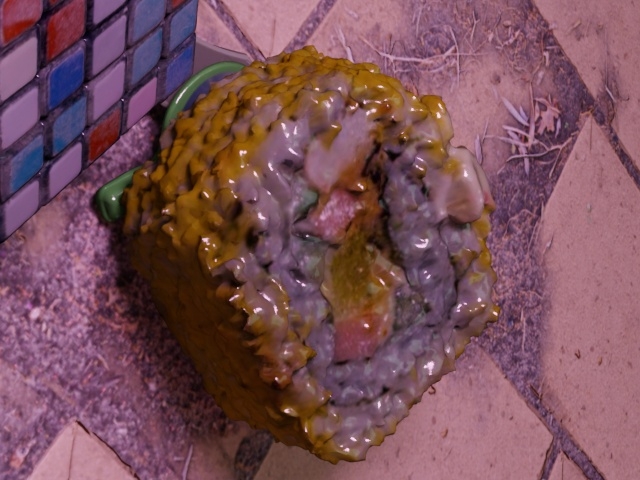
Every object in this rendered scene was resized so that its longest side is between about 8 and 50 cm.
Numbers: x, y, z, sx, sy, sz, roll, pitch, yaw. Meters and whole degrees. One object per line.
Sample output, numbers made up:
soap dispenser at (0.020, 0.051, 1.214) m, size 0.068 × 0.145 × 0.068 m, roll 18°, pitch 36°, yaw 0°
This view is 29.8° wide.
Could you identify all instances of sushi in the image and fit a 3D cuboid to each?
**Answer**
sushi at (0.000, 0.000, 1.294) m, size 0.351 × 0.240 × 0.397 m, roll -37°, pitch 119°, yaw -22°

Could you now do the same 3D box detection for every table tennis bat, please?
table tennis bat at (-0.147, -0.100, 1.346) m, size 0.257 × 0.039 × 0.160 m, roll -37°, pitch 132°, yaw -31°

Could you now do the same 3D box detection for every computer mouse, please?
computer mouse at (-0.139, -0.189, 1.380) m, size 0.181 × 0.056 × 0.089 m, roll 7°, pitch 102°, yaw -50°

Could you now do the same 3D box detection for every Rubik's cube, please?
Rubik's cube at (-0.287, -0.229, 1.007) m, size 0.293 × 0.292 × 0.287 m, roll 32°, pitch 53°, yaw 11°
